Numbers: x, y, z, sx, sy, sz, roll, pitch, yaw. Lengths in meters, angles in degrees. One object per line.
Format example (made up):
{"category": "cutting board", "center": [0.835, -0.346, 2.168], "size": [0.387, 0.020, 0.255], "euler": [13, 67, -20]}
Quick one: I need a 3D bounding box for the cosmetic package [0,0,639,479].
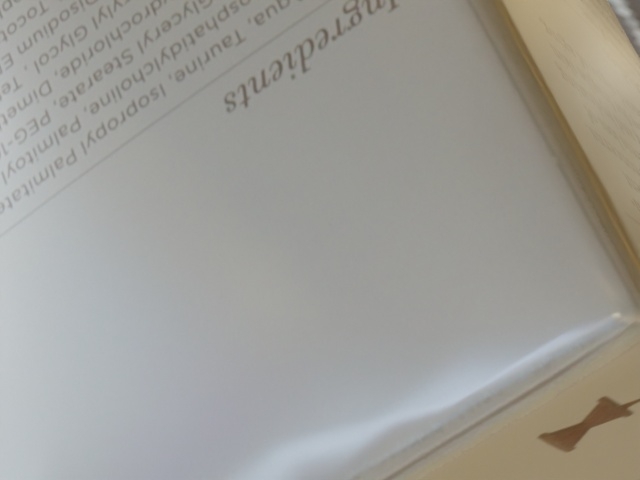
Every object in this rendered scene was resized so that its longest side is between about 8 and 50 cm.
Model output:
{"category": "cosmetic package", "center": [0.000, 0.000, 0.956], "size": [0.329, 0.327, 0.394], "euler": [30, -149, -56]}
